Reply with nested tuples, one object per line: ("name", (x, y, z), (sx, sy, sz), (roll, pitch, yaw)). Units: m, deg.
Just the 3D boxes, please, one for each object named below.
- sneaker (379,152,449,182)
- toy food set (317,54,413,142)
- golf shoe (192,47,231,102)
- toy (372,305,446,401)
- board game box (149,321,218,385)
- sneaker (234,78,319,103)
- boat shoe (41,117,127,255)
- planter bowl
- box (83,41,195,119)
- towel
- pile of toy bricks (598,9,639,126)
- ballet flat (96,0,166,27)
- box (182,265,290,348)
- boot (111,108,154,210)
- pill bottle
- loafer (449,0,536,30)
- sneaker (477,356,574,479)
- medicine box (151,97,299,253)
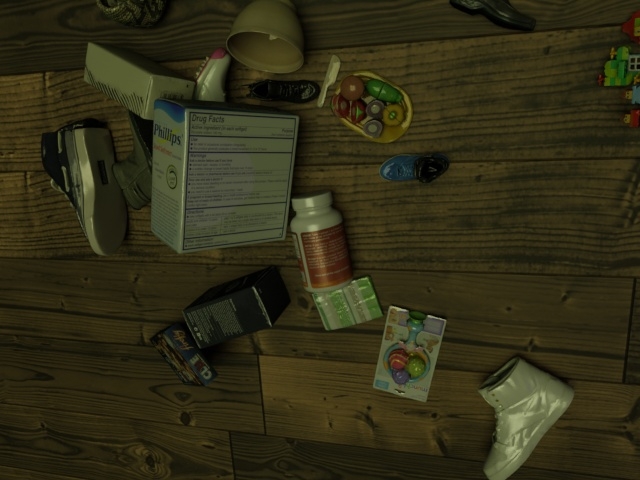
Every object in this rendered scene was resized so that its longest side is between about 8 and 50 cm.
("sneaker", (0.195, -0.152, 1.097), (0.152, 0.084, 0.058), (-3, 105, 16))
("toy food set", (0.088, -0.290, 1.093), (0.218, 0.071, 0.128), (30, 111, 6))
("golf shoe", (-0.248, -0.278, 1.183), (0.140, 0.115, 0.306), (23, 113, -10))
("toy", (0.207, 0.283, 1.238), (0.137, 0.056, 0.237), (13, 109, 13))
("board game box", (-0.356, 0.296, 1.327), (0.165, 0.042, 0.243), (53, 151, -4))
("sneaker", (-0.094, -0.323, 1.124), (0.170, 0.089, 0.051), (5, 107, 14))
("boat shoe", (-0.603, -0.131, 1.315), (0.158, 0.127, 0.340), (0, 98, 22))
("planter bowl", (-0.105, -0.435, 1.072), (0.162, 0.162, 0.109), (8, 80, 13))
("box", (-0.401, -0.347, 1.132), (0.275, 0.113, 0.094), (33, 115, 35))
("towel", (0.066, 0.153, 1.260), (0.152, 0.023, 0.113), (-17, 103, 17))
("pile of toy bricks", (0.568, -0.308, 0.950), (0.105, 0.118, 0.212), (15, 123, 45))
("ballet flat", (-0.332, -0.666, 1.039), (0.164, 0.182, 0.483), (32, 111, 5))
("box", (-0.200, 0.160, 1.261), (0.207, 0.153, 0.108), (-19, 100, 20))
("boot", (-0.457, -0.203, 1.268), (0.161, 0.083, 0.246), (-15, 100, 25))
("pill bottle", (0.000, 0.000, 1.176), (0.121, 0.121, 0.216), (-7, 104, 17))
("loafer", (0.335, -0.451, 0.985), (0.170, 0.062, 0.061), (26, 106, 5))
("sneaker", (0.421, 0.404, 1.195), (0.169, 0.108, 0.292), (32, 102, 6))
("medicine box", (-0.204, -0.141, 1.100), (0.149, 0.263, 0.289), (26, 115, 45))
